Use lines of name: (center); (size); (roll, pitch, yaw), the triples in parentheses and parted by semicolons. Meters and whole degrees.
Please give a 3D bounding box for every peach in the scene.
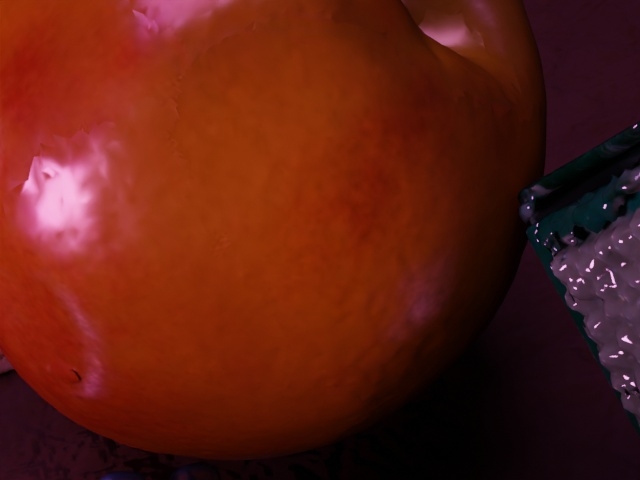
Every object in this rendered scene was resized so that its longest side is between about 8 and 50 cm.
peach: (-0.046, -0.031, 0.683); (0.308, 0.289, 0.289); (-42, 19, 37)

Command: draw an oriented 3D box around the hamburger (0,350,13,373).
hamburger: (-0.215, 0.022, 0.850); (0.176, 0.087, 0.102); (-22, 38, -7)

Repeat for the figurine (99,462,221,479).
figurine: (-0.014, 0.183, 0.582); (0.205, 0.103, 0.260); (11, 23, -29)

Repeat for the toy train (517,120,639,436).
toy train: (0.198, 0.039, 0.565); (0.154, 0.269, 0.115); (-27, -3, -31)
